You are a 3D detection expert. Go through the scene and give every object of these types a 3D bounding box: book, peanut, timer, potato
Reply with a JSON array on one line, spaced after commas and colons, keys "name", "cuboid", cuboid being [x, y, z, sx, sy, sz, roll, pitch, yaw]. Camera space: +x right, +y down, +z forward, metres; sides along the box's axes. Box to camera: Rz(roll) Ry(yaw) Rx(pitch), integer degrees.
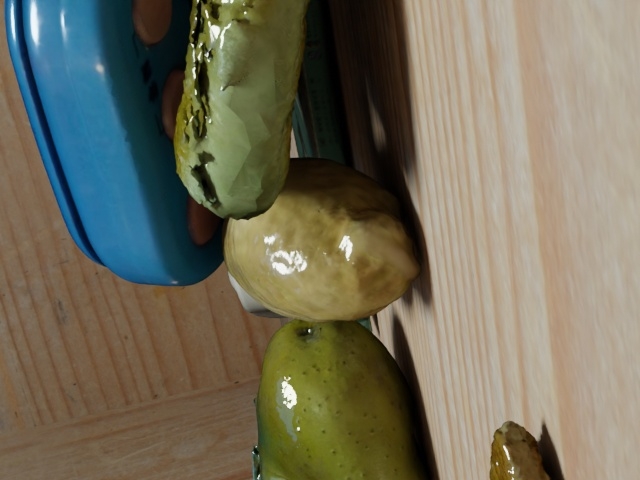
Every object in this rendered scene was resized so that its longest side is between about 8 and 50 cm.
[{"name": "book", "cuboid": [-0.009, -0.129, 1.460, 0.264, 0.031, 0.379, -107, 6, -55]}, {"name": "peanut", "cuboid": [0.000, 0.000, 1.149, 0.253, 0.137, 0.122, 174, 119, -84]}, {"name": "timer", "cuboid": [-0.123, -0.153, 1.221, 0.309, 0.115, 0.340, -67, -27, -45]}, {"name": "potato", "cuboid": [0.014, 0.177, 1.313, 0.169, 0.143, 0.248, -134, 31, -62]}]

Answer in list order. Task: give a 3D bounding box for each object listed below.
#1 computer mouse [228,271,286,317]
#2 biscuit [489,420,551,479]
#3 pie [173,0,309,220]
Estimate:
[{"name": "computer mouse", "cuboid": [-0.049, -0.003, 1.724, 0.297, 0.121, 0.184, 85, 170, -77]}, {"name": "biscuit", "cuboid": [0.113, 0.193, 0.828, 0.231, 0.025, 0.131, 85, 170, -60]}, {"name": "pie", "cuboid": [-0.043, -0.201, 1.021, 0.296, 0.078, 0.371, 120, 154, -71]}]
